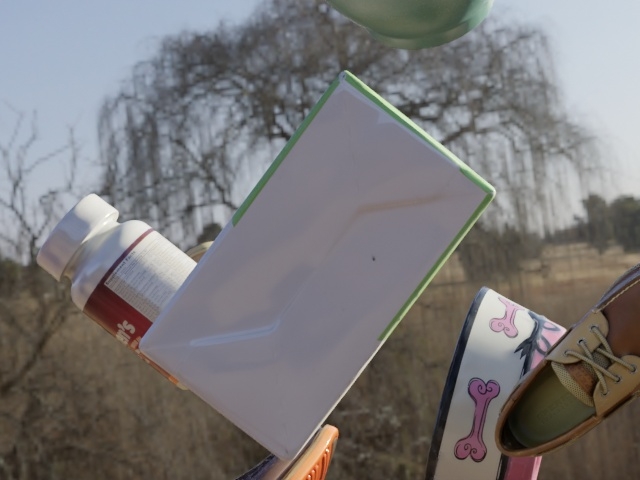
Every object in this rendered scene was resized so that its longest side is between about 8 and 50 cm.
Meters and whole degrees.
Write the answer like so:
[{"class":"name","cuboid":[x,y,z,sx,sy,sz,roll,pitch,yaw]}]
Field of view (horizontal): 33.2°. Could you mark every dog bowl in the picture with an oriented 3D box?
[{"class":"dog bowl","cuboid":[0.280,0.286,1.684,0.150,0.408,0.408,13,2,16]}]

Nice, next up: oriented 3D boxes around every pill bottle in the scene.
[{"class":"pill bottle","cuboid":[-0.196,0.055,1.190,0.221,0.121,0.121,38,-4,1]}]

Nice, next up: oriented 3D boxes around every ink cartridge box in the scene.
[{"class":"ink cartridge box","cuboid":[0.000,0.000,0.781,0.119,0.207,0.353,37,6,-3]}]

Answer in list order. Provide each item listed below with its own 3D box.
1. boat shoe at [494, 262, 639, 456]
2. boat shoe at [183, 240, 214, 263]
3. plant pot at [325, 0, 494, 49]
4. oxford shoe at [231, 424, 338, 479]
[{"class":"boat shoe","cuboid":[0.317,0.148,1.219,0.120,0.122,0.324,-20,-29,-54]},{"class":"boat shoe","cuboid":[-0.080,0.102,1.659,0.122,0.110,0.341,-40,-45,25]},{"class":"plant pot","cuboid":[0.111,-0.357,1.293,0.293,0.293,0.196,-7,-41,15]},{"class":"oxford shoe","cuboid":[-0.091,0.221,0.831,0.271,0.098,0.097,-39,-27,-34]}]
